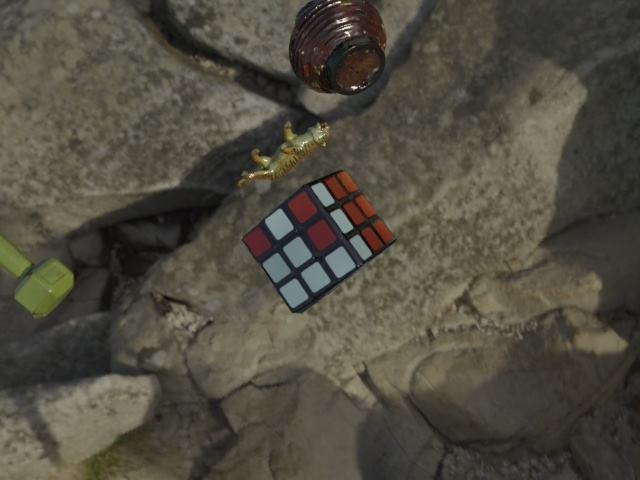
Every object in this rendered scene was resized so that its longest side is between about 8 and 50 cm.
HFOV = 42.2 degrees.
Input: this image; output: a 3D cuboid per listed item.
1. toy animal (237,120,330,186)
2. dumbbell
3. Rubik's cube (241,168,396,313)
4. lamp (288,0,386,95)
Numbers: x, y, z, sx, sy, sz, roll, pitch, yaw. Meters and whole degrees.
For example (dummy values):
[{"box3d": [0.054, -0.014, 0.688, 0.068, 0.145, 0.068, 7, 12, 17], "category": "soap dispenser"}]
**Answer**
[{"box3d": [-0.083, -0.186, 1.833, 0.241, 0.099, 0.056, -39, 52, 16], "category": "toy animal"}, {"box3d": [-0.606, 0.013, 1.566, 0.108, 0.302, 0.121, -42, 8, 43], "category": "dumbbell"}, {"box3d": [0.000, 0.000, 1.364, 0.162, 0.160, 0.163, -36, 87, 29], "category": "Rubik's cube"}, {"box3d": [0.036, -0.448, 1.892, 0.247, 0.247, 0.247, -9, 59, 16], "category": "lamp"}]
